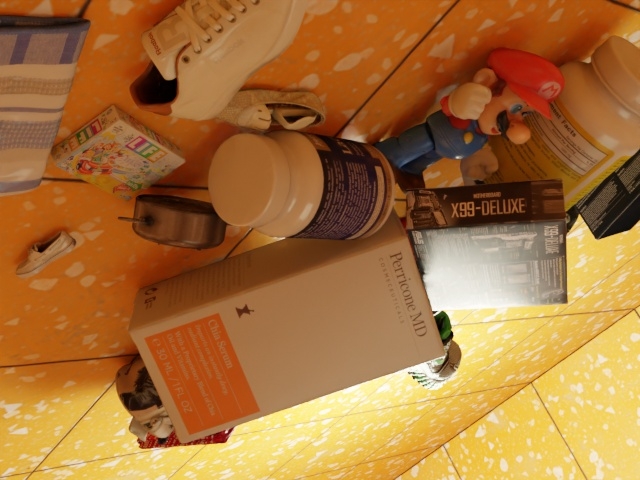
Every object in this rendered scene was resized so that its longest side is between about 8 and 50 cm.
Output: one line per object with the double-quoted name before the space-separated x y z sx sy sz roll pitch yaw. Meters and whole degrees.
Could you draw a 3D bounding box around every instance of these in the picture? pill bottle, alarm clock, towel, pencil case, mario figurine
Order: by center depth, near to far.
"towel" -0.380 -0.136 1.036 0.209 0.034 0.285 -9 149 -36
"alarm clock" -0.206 -0.025 1.296 0.192 0.129 0.064 2 101 -58
"pill bottle" -0.024 -0.077 1.339 0.153 0.153 0.265 -42 155 30
"mario figurine" 0.229 -0.156 1.420 0.320 0.170 0.198 -34 -170 32
"pill bottle" 0.405 -0.170 1.553 0.188 0.188 0.334 1 144 -45
"pencil case" -0.176 0.214 1.732 0.410 0.183 0.160 -31 130 11
"towel" -0.227 0.323 1.844 0.275 0.031 0.199 -16 -152 42

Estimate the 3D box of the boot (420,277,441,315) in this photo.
"boot" 0.268 0.073 1.816 0.137 0.077 0.198 -16 154 -35

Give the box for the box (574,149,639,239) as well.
"box" 0.563 -0.154 1.746 0.103 0.184 0.261 -15 153 -29

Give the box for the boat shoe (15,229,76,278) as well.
"boat shoe" -0.394 0.017 1.326 0.100 0.035 0.035 -28 128 12

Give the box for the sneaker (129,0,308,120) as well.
"sneaker" -0.116 -0.228 1.027 0.123 0.106 0.290 -6 150 -42

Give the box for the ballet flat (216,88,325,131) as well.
"ballet flat" -0.064 -0.171 1.252 0.168 0.052 0.057 -10 148 -32

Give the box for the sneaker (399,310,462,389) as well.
"sneaker" 0.235 0.223 1.997 0.146 0.134 0.343 -34 155 16

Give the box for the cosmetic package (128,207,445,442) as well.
"cosmetic package" -0.054 0.133 1.530 0.453 0.161 0.230 -20 112 3

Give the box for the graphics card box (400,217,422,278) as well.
"graphics card box" 0.216 0.053 1.914 0.233 0.094 0.371 -28 154 2

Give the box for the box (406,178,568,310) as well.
"box" 0.282 0.016 1.556 0.242 0.076 0.307 -4 150 14

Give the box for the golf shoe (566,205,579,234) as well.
"golf shoe" 0.456 -0.021 2.029 0.120 0.105 0.273 -26 167 -48

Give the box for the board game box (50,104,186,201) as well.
"board game box" -0.258 -0.109 1.214 0.103 0.026 0.154 -33 154 13
